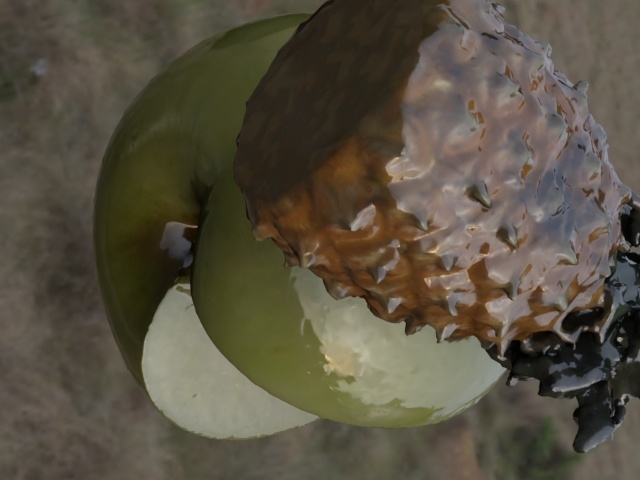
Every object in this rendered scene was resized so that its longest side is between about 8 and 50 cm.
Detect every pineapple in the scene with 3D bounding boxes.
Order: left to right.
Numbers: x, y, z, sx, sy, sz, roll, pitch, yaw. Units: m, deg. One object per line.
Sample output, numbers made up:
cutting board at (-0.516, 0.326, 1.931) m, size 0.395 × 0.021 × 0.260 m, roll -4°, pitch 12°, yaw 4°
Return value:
pineapple at (0.121, 0.013, 0.798) m, size 0.340 × 0.169 × 0.169 m, roll 35°, pitch 35°, yaw -26°

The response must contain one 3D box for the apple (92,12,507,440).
apple at (0.000, 0.000, 1.001) m, size 0.254 × 0.292 × 0.292 m, roll -5°, pitch 80°, yaw -38°
